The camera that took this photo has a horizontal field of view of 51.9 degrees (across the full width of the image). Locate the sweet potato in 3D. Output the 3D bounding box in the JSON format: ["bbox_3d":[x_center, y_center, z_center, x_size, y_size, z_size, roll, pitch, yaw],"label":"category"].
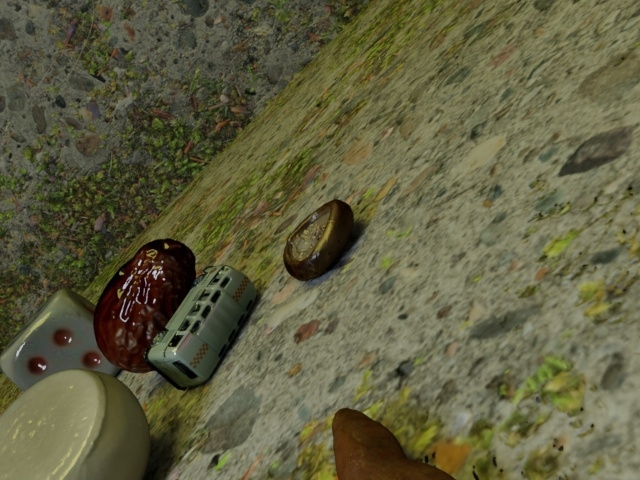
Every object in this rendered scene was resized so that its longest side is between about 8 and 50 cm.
[{"bbox_3d":[0.047,0.163,0.440,0.055,0.058,0.202,-8,11,-21],"label":"sweet potato"}]

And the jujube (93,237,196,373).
[{"bbox_3d":[-0.269,0.100,1.049,0.168,0.168,0.236,-84,15,-61],"label":"jujube"}]

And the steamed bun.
[{"bbox_3d":[-0.310,0.282,0.819,0.232,0.145,0.231,-20,41,18],"label":"steamed bun"}]

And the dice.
[{"bbox_3d":[-0.516,0.224,1.343,0.191,0.193,0.194,-51,20,-9],"label":"dice"}]

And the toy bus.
[{"bbox_3d":[-0.164,0.118,0.958,0.089,0.087,0.193,-16,34,45],"label":"toy bus"}]

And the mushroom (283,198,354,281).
[{"bbox_3d":[0.000,0.000,0.881,0.123,0.052,0.123,-45,22,24],"label":"mushroom"}]
